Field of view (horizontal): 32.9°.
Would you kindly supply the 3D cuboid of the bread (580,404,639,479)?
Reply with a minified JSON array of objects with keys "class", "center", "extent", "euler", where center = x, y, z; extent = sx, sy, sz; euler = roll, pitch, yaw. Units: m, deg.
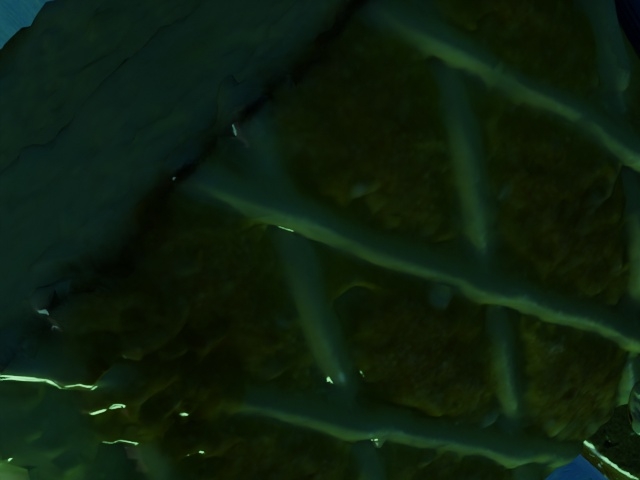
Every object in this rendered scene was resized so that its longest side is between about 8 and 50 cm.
[{"class":"bread","center":[0.279,0.148,1.409],"extent":[0.416,0.113,0.165],"euler":[44,178,13]}]

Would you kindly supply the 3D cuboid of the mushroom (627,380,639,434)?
[{"class":"mushroom","center":[0.226,0.066,0.539],"extent":[0.116,0.093,0.225],"euler":[37,142,-2]}]

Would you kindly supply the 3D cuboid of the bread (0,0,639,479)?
[{"class":"bread","center":[0.000,0.000,0.634],"extent":[0.279,0.371,0.390],"euler":[41,177,45]}]
